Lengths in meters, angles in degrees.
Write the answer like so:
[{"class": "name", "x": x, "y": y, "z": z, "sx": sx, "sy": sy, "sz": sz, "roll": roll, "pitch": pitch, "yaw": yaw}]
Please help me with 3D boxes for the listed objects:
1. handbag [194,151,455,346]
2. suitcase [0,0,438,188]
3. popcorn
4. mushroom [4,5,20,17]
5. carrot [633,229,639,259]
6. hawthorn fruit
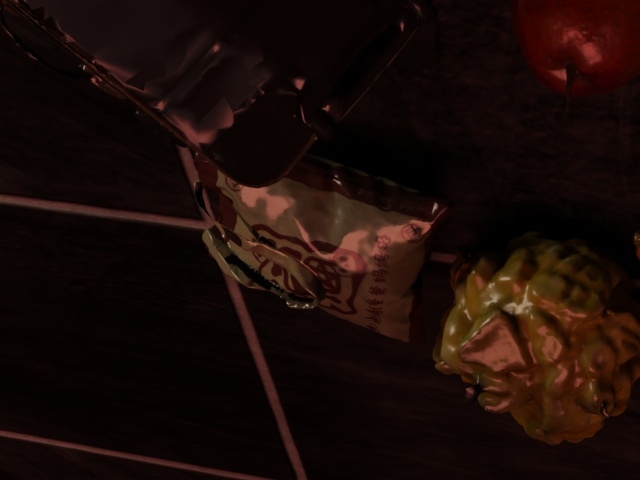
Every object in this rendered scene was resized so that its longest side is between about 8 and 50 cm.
[{"class": "handbag", "x": 0.000, "y": 0.000, "z": 1.715, "sx": 0.235, "sy": 0.127, "sz": 0.213, "roll": 17, "pitch": 148, "yaw": 9}, {"class": "suitcase", "x": -0.121, "y": -0.243, "z": 1.294, "sx": 0.434, "sy": 0.283, "sz": 0.194, "roll": 39, "pitch": -179, "yaw": -26}, {"class": "popcorn", "x": 0.194, "y": 0.091, "z": 1.699, "sx": 0.189, "sy": 0.169, "sz": 0.218, "roll": 21, "pitch": 142, "yaw": 0}, {"class": "mushroom", "x": -0.207, "y": -0.293, "z": 1.440, "sx": 0.151, "sy": 0.156, "sz": 0.286, "roll": -13, "pitch": 141, "yaw": -2}, {"class": "carrot", "x": 0.391, "y": 0.032, "z": 1.630, "sx": 0.248, "sy": 0.043, "sz": 0.043, "roll": 15, "pitch": 146, "yaw": 5}, {"class": "hawthorn fruit", "x": 0.195, "y": -0.166, "z": 1.393, "sx": 0.125, "sy": 0.140, "sz": 0.125, "roll": 40, "pitch": 147, "yaw": 33}]
